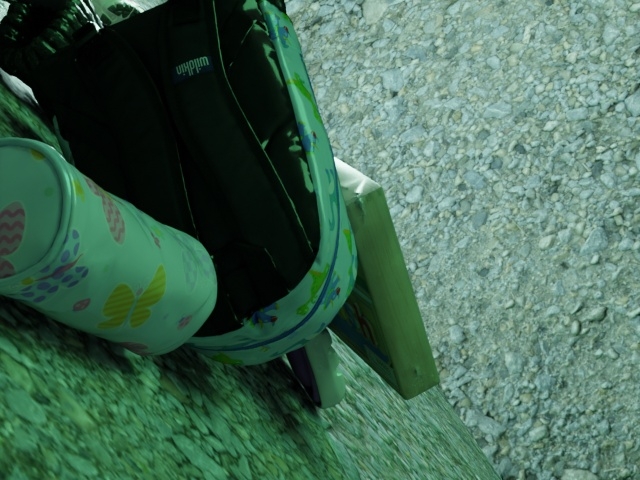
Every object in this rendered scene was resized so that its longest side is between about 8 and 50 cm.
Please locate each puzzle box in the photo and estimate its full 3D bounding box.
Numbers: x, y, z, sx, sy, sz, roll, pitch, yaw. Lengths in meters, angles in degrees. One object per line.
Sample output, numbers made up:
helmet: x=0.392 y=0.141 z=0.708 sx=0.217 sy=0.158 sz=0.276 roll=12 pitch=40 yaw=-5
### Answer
puzzle box: x=0.000 y=0.000 z=1.481 sx=0.409 sy=0.052 sz=0.272 roll=37 pitch=-30 yaw=59

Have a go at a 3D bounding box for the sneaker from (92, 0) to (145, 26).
sneaker: x=-0.358 y=-0.401 z=2.135 sx=0.118 sy=0.107 sz=0.279 roll=45 pitch=1 yaw=16

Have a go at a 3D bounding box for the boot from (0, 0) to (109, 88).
boot: x=-0.285 y=-0.227 z=1.471 sx=0.260 sy=0.131 sz=0.348 roll=49 pitch=7 yaw=-33

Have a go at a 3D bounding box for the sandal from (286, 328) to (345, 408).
sandal: x=-0.087 y=0.043 z=1.541 sx=0.416 sy=0.102 sz=0.169 roll=65 pitch=-15 yaw=-5

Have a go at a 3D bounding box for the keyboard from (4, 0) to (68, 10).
keyboard: x=-0.361 y=-0.276 z=1.253 sx=0.180 sy=0.023 sz=0.108 roll=8 pitch=25 yaw=-29

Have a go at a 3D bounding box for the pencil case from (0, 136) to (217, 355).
pencil case: x=-0.182 y=0.011 z=0.932 sx=0.124 sy=0.113 sz=0.273 roll=46 pitch=2 yaw=23

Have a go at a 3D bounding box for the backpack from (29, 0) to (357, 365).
backpack: x=-0.101 y=-0.051 z=1.199 sx=0.355 sy=0.290 sz=0.273 roll=66 pitch=3 yaw=34
